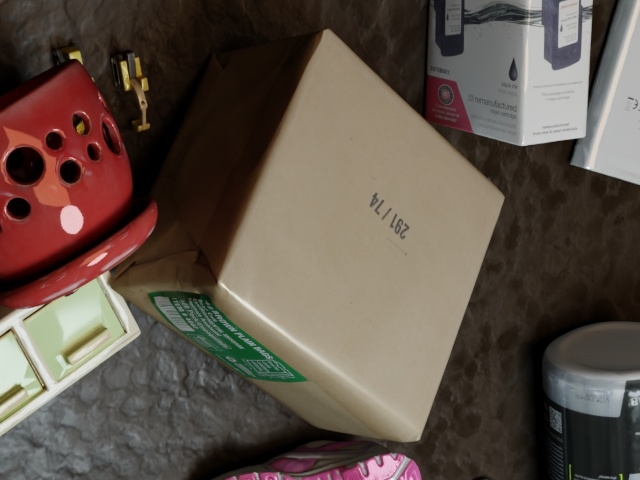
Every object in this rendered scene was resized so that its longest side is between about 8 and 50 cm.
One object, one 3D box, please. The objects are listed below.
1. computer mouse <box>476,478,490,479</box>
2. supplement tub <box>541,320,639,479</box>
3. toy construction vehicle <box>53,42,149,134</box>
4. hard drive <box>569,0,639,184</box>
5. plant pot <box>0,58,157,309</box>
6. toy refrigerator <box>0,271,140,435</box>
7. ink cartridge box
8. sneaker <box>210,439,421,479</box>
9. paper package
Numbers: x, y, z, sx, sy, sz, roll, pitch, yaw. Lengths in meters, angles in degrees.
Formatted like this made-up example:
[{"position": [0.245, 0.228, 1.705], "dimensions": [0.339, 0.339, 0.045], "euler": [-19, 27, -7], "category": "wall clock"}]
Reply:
[{"position": [0.227, 0.403, 2.046], "dimensions": [0.071, 0.041, 0.242], "euler": [-19, 109, -12], "category": "computer mouse"}, {"position": [0.375, 0.275, 2.012], "dimensions": [0.193, 0.193, 0.316], "euler": [-16, 112, -31], "category": "supplement tub"}, {"position": [-0.209, -0.146, 1.578], "dimensions": [0.086, 0.035, 0.098], "euler": [-18, 113, -31], "category": "toy construction vehicle"}, {"position": [0.430, -0.219, 2.011], "dimensions": [0.203, 0.040, 0.308], "euler": [13, 95, -37], "category": "hard drive"}, {"position": [-0.256, -0.043, 1.453], "dimensions": [0.191, 0.191, 0.174], "euler": [-34, 104, -24], "category": "plant pot"}, {"position": [-0.312, 0.116, 1.540], "dimensions": [0.269, 0.094, 0.102], "euler": [-36, 120, -23], "category": "toy refrigerator"}, {"position": [0.203, -0.236, 1.761], "dimensions": [0.100, 0.172, 0.237], "euler": [-9, 108, -33], "category": "ink cartridge box"}, {"position": [-0.021, 0.280, 1.791], "dimensions": [0.252, 0.111, 0.103], "euler": [-7, 99, -10], "category": "sneaker"}, {"position": [0.000, 0.000, 1.637], "dimensions": [0.325, 0.168, 0.309], "euler": [40, 60, -36], "category": "paper package"}]
